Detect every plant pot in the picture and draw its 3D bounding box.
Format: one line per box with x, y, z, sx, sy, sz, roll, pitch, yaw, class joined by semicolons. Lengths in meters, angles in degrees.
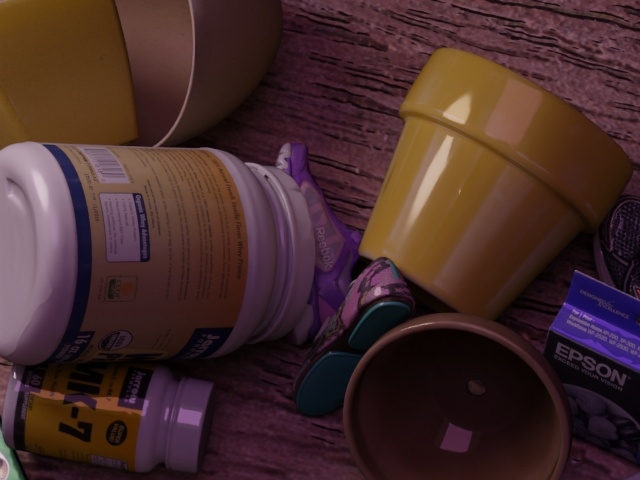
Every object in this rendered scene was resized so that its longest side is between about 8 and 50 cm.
0.169;-0.042;1.976;0.254;0.254;0.239;31;86;18;plant pot
0.151;0.173;1.900;0.237;0.237;0.110;18;25;13;plant pot
-0.327;-0.153;2.034;0.212;0.212;0.187;-26;89;-41;plant pot
-0.156;-0.248;2.104;0.191;0.284;0.284;-11;57;-40;plant pot

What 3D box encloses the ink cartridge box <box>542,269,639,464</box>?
0.326;0.148;1.872;0.206;0.208;0.045;25;51;16;ink cartridge box

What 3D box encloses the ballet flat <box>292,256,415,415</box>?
0.033;0.097;1.938;0.077;0.221;0.079;12;47;-22;ballet flat

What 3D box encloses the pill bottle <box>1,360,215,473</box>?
-0.222;0.181;1.946;0.209;0.119;0.119;9;64;4;pill bottle

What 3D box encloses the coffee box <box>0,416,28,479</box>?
-0.375;0.258;1.966;0.113;0.040;0.184;-27;64;-9;coffee box

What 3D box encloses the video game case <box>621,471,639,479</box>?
0.328;0.337;1.824;0.183;0.023;0.201;-18;72;-30;video game case

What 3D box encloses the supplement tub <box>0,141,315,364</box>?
-0.187;0.013;1.912;0.316;0.228;0.228;0;58;-32;supplement tub

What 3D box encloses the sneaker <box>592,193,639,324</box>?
0.393;0.069;1.961;0.121;0.112;0.299;-24;63;-8;sneaker

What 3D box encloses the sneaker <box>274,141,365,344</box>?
0.000;0.000;2.044;0.105;0.095;0.236;-6;68;-5;sneaker
